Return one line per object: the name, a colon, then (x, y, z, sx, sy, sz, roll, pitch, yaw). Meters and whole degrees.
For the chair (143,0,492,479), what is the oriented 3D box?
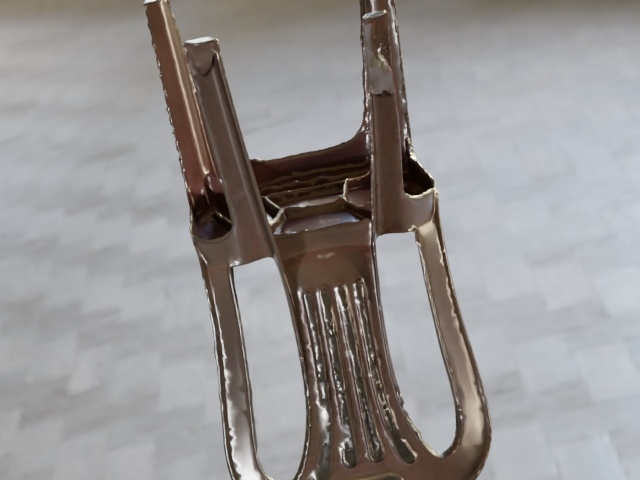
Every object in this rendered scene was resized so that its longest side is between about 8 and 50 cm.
chair: (0.000, 0.000, 1.076, 0.175, 0.327, 0.183, -10, 19, -3)
